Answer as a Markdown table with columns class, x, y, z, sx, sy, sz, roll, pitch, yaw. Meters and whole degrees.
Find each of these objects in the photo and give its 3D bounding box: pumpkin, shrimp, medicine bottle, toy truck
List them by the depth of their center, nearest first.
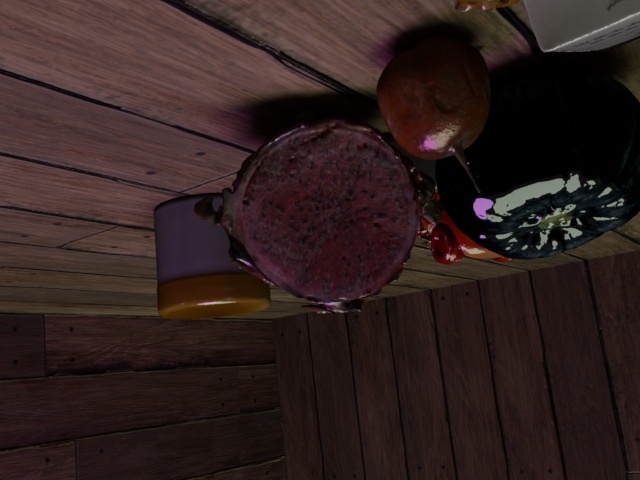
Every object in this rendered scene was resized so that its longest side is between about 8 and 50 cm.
| class | x | y | z | sx | sy | sz | roll | pitch | yaw |
| --- | --- | --- | --- | --- | --- | --- | --- | --- | --- |
| pumpkin | 0.331 | -0.121 | 1.029 | 0.315 | 0.238 | 0.315 | 0 | 143 | 0 |
| toy truck | 0.304 | -0.087 | 1.370 | 0.189 | 0.239 | 0.265 | -2 | -152 | -20 |
| medicine bottle | -0.232 | 0.041 | 1.486 | 0.238 | 0.232 | 0.238 | -5 | 168 | -1 |
| shrimp | 0.366 | -0.026 | 1.961 | 0.187 | 0.052 | 0.132 | -14 | 156 | 1 |

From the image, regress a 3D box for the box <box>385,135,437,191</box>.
| class | x | y | z | sx | sy | sz | roll | pitch | yaw |
| --- | --- | --- | --- | --- | --- | --- | --- | --- | --- |
| box | 0.218 | -0.137 | 1.191 | 0.243 | 0.103 | 0.055 | -6 | 174 | -2 |

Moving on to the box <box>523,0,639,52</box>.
| class | x | y | z | sx | sy | sz | roll | pitch | yaw |
| --- | --- | --- | --- | --- | --- | --- | --- | --- | --- |
| box | 0.315 | -0.241 | 0.661 | 0.168 | 0.071 | 0.259 | -17 | -176 | 36 |

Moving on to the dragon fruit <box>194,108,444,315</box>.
| class | x | y | z | sx | sy | sz | roll | pitch | yaw |
| --- | --- | --- | --- | --- | --- | --- | --- | --- | --- |
| dragon fruit | -0.005 | -0.057 | 1.105 | 0.314 | 0.296 | 0.263 | 31 | -178 | -5 |

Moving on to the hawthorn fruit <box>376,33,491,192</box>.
| class | x | y | z | sx | sy | sz | roll | pitch | yaw |
| --- | --- | --- | --- | --- | --- | --- | --- | --- | --- |
| hawthorn fruit | 0.144 | -0.169 | 0.859 | 0.149 | 0.189 | 0.149 | -4 | 138 | -4 |

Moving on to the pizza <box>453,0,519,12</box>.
| class | x | y | z | sx | sy | sz | roll | pitch | yaw |
| --- | --- | --- | --- | --- | --- | --- | --- | --- | --- |
| pizza | 0.182 | -0.273 | 0.626 | 0.147 | 0.069 | 0.226 | -4 | 168 | 0 |
